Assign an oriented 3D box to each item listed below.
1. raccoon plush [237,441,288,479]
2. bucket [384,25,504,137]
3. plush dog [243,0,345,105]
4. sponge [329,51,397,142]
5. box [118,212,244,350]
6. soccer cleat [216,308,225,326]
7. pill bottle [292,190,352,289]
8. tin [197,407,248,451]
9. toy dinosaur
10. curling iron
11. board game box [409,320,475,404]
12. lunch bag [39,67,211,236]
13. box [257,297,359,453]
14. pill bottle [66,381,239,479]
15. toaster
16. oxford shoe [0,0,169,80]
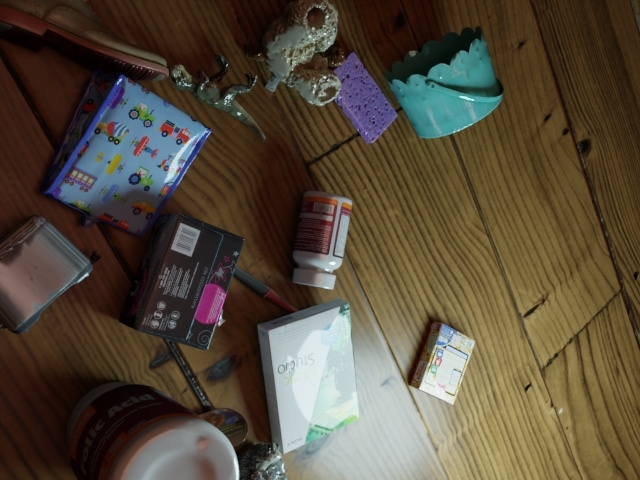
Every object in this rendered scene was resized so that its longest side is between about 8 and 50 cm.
[{"bbox_3d":[-0.266,0.537,1.374,0.446,0.216,0.299,27,69,-30],"label":"raccoon plush"},{"bbox_3d":[0.321,-0.402,1.674,0.281,0.281,0.183,-42,116,-24],"label":"bucket"},{"bbox_3d":[-0.036,-0.475,1.514,0.225,0.211,0.262,-54,146,-35],"label":"plush dog"},{"bbox_3d":[0.101,-0.363,1.666,0.117,0.031,0.210,-50,116,-22],"label":"sponge"},{"bbox_3d":[-0.292,0.083,1.366,0.163,0.142,0.247,23,78,-30],"label":"box"},{"bbox_3d":[-0.238,0.154,1.471,0.036,0.029,0.083,-27,109,-38],"label":"soccer cleat"},{"bbox_3d":[0.000,0.000,1.561,0.121,0.121,0.221,13,85,-32],"label":"pill bottle"},{"bbox_3d":[-0.250,0.434,1.430,0.190,0.106,0.040,-12,132,-31],"label":"tin"},{"bbox_3d":[-0.210,-0.337,1.455,0.268,0.064,0.118,29,83,-32],"label":"toy dinosaur"},{"bbox_3d":[-0.129,0.137,1.534,0.274,0.035,0.068,46,68,-25],"label":"curling iron"},{"bbox_3d":[0.345,0.344,1.837,0.147,0.045,0.193,30,76,-30],"label":"board game box"},{"bbox_3d":[-0.394,-0.153,1.301,0.221,0.138,0.293,29,86,-41],"label":"lunch bag"},{"bbox_3d":[-0.023,0.323,1.574,0.232,0.058,0.322,-16,109,-31],"label":"box"},{"bbox_3d":[-0.330,0.392,1.204,0.224,0.392,0.224,-1,92,-33],"label":"pill bottle"},{"bbox_3d":[-0.538,0.053,1.217,0.227,0.129,0.146,-46,112,-21],"label":"toaster"},{"bbox_3d":[-0.451,-0.411,1.262,0.348,0.123,0.130,16,78,-33],"label":"oxford shoe"}]
